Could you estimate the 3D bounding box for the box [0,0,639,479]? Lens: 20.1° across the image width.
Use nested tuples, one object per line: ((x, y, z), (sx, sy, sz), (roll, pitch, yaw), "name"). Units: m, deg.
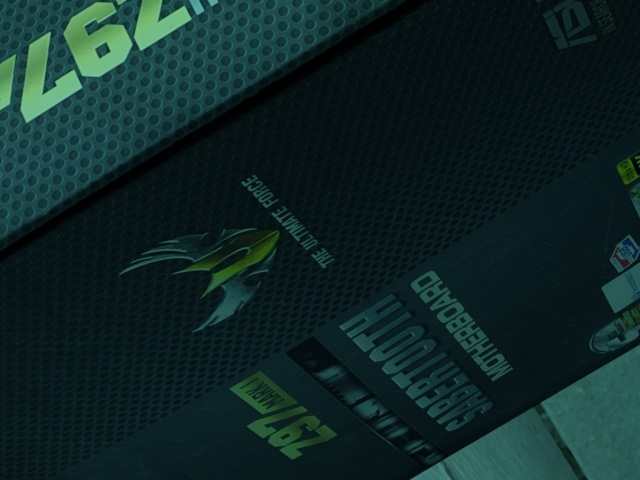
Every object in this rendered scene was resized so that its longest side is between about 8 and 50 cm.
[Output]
((0.000, 0.000, 0.440), (0.059, 0.183, 0.233), (63, 7, 27), "box")
